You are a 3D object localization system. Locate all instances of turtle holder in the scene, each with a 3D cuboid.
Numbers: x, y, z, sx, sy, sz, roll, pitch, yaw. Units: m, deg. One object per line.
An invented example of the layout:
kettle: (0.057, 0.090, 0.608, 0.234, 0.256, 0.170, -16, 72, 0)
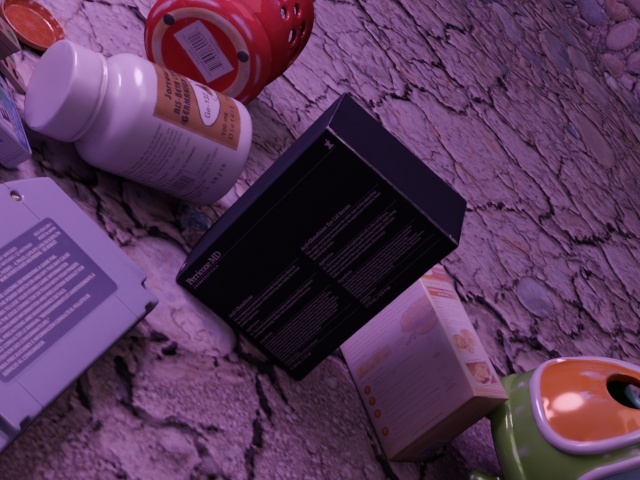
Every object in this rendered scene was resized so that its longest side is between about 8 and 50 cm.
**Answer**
turtle holder: (0.328, 0.283, 1.420, 0.320, 0.227, 0.243, 67, 20, -5)

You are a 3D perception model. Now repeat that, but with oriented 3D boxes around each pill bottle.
pill bottle: (-0.200, -0.132, 1.353, 0.229, 0.131, 0.131, 21, 39, -38)

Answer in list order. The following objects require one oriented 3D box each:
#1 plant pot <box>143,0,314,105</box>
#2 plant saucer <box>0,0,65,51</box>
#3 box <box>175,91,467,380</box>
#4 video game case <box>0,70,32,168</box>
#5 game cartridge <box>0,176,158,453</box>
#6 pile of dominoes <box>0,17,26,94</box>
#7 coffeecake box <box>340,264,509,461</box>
plant pot: (-0.124, -0.269, 1.568, 0.191, 0.191, 0.174, 42, 39, -9)
plant saucer: (-0.338, -0.252, 1.438, 0.083, 0.013, 0.083, 33, 32, -24)
box: (0.000, 0.000, 1.321, 0.184, 0.261, 0.103, 40, 30, -13)
video game case: (-0.406, -0.266, 1.204, 0.329, 0.036, 0.300, 65, 5, 28)
game cartridge: (-0.283, 0.053, 1.107, 0.198, 0.062, 0.297, 42, 30, 0)
pile of dominoes: (-0.372, -0.291, 1.274, 0.251, 0.040, 0.196, 65, 4, 23)
coffeecake box: (0.110, 0.138, 1.416, 0.068, 0.142, 0.185, 12, 45, -46)
